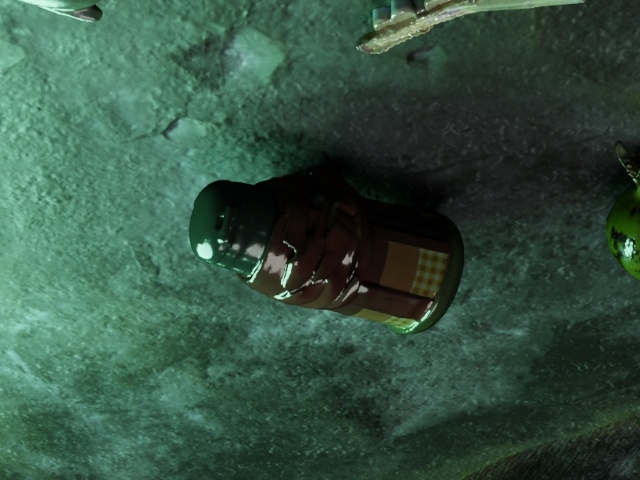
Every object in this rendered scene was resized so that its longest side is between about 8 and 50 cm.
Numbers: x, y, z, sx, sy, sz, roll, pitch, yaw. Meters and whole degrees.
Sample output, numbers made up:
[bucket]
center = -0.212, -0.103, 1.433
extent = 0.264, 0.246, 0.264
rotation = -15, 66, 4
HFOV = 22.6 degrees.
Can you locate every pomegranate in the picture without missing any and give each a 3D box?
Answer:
[pomegranate]
center = 0.338, -0.030, 1.589
extent = 0.122, 0.122, 0.161
rotation = -16, 114, 21

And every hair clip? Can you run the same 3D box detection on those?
[hair clip]
center = 0.125, -0.208, 1.360
extent = 0.214, 0.056, 0.062
rotation = -10, 163, 28

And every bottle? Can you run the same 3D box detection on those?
[bottle]
center = 0.000, 0.000, 1.594
extent = 0.271, 0.143, 0.156
rotation = 15, -178, -27

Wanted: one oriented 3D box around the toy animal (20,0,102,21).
[toy animal]
center = -0.189, -0.270, 1.200
extent = 0.138, 0.108, 0.236
rotation = 6, 145, -9
